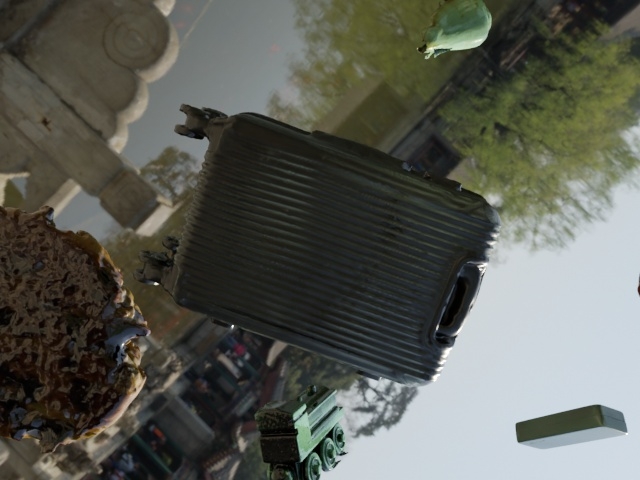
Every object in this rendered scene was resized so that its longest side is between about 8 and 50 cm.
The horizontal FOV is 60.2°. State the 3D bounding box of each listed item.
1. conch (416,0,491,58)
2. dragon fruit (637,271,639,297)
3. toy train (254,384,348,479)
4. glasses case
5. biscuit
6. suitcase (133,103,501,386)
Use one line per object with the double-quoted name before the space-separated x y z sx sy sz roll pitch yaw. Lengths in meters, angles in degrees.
"conch" 0.237 -0.388 0.984 0.170 0.105 0.079 -26 -163 -24
"dragon fruit" 0.542 0.072 0.768 0.172 0.209 0.172 -15 173 -2
"toy train" -0.018 0.243 0.705 0.071 0.111 0.170 -8 -179 22
"glasses case" 0.450 0.341 1.002 0.184 0.078 0.039 -39 -142 47
"biscuit" -0.380 0.112 0.736 0.289 0.334 0.081 -35 -175 4
"suitcase" 0.000 0.000 0.536 0.128 0.312 0.202 -70 179 -79
